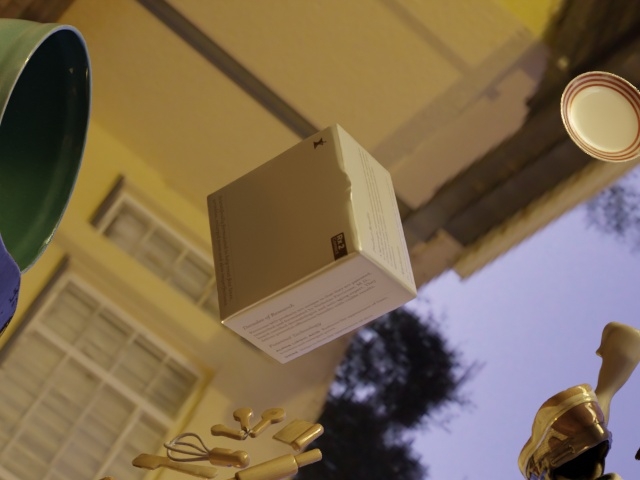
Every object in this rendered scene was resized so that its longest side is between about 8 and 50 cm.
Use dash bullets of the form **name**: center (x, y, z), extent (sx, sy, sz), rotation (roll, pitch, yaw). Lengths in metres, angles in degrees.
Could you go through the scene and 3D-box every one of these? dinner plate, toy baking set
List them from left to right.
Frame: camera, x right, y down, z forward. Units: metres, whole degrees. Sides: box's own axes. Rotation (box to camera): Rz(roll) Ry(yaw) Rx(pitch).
- **toy baking set**: center (-0.124, 0.301, 1.789), extent (0.256, 0.030, 0.197), rotation (-18, -159, -24)
- **dinner plate**: center (0.397, -0.170, 1.776), extent (0.141, 0.141, 0.017), rotation (-57, -178, -25)

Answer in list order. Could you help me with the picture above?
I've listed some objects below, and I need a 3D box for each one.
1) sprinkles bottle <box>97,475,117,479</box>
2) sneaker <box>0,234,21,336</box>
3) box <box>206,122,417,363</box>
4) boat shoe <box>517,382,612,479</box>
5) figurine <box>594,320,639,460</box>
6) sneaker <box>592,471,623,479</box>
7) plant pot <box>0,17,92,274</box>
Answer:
- **sprinkles bottle**: center (-0.234, 0.508, 1.845), extent (0.121, 0.355, 0.121), rotation (-37, -168, 9)
- **sneaker**: center (-0.308, 0.002, 0.940), extent (0.090, 0.145, 0.270), rotation (-53, 171, -28)
- **box**: center (-0.012, 0.005, 1.374), extent (0.182, 0.119, 0.181), rotation (-28, -131, 22)
- **boat shoe**: center (0.329, 0.291, 1.685), extent (0.103, 0.092, 0.285), rotation (-17, 146, -10)
- **figurine**: center (0.553, 0.276, 2.204), extent (0.209, 0.215, 0.092), rotation (-62, 169, -12)
- **sneaker**: center (0.332, 0.396, 1.645), extent (0.217, 0.121, 0.079), rotation (-37, -178, 36)
- **plant pot**: center (-0.404, -0.121, 1.436), extent (0.293, 0.196, 0.293), rotation (14, 90, -84)
